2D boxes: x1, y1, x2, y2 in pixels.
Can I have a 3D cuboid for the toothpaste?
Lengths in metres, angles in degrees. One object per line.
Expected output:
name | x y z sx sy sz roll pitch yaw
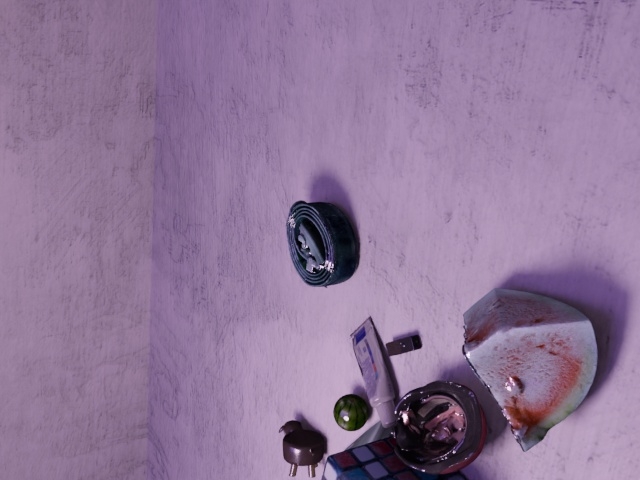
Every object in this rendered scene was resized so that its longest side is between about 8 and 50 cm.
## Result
toothpaste | 0.142 0.352 1.798 0.099 0.068 0.283 -30 57 22

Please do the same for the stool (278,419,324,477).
stool | -0.064 0.634 2.091 0.217 0.125 0.121 -154 61 -62

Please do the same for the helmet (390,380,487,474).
helmet | 0.280 0.420 1.522 0.253 0.154 0.198 -18 59 37

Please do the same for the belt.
belt | 0.000 0.000 1.893 0.206 0.116 0.268 -44 62 46

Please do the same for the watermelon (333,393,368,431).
watermelon | 0.082 0.474 1.865 0.109 0.109 0.109 14 107 54

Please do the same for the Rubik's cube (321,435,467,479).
Rubik's cube | 0.173 0.663 1.592 0.292 0.286 0.293 38 125 48

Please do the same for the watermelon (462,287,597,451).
watermelon | 0.380 0.218 1.278 0.289 0.213 0.320 -39 52 50

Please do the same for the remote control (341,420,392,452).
remote control | 0.099 0.582 1.831 0.056 0.140 0.296 36 136 1

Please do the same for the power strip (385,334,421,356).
power strip | 0.205 0.263 1.706 0.111 0.029 0.038 -31 70 54
